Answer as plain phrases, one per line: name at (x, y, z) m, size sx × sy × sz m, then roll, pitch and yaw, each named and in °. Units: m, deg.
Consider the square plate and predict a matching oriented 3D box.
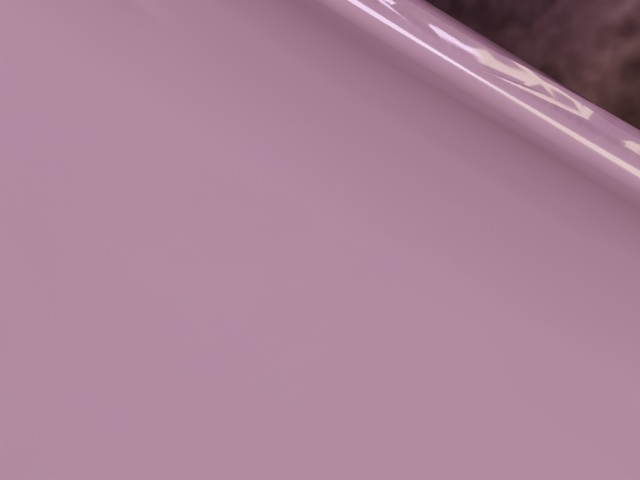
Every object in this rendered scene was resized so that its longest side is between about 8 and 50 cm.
square plate at (-0.043, 0.090, 0.399) m, size 0.344 × 0.049 × 0.347 m, roll 30°, pitch 118°, yaw -5°
